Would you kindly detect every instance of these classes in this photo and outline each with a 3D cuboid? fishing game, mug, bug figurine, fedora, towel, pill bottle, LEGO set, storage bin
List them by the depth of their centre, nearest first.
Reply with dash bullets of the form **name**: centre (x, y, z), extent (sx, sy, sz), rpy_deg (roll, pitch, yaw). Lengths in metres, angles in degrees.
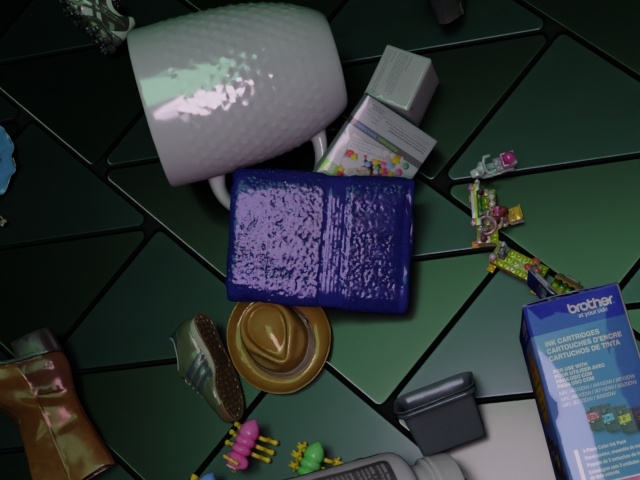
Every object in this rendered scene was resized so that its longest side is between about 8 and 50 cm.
- **pill bottle**: centre (0.060, 0.422, 1.738), extent (0.318, 0.176, 0.176), rpy_deg (-13, 71, -13)
- **storage bin**: centre (0.195, 0.279, 1.831), extent (0.135, 0.098, 0.091), rpy_deg (-21, 99, 7)
- **LEGO set**: centre (0.310, -0.010, 1.863), extent (0.132, 0.107, 0.287), rpy_deg (-27, 71, 6)
- **bug figurine**: centre (-0.094, 0.410, 1.870), extent (0.278, 0.072, 0.216), rpy_deg (17, 80, 18)
- **towel**: centre (0.000, 0.000, 1.902), extent (0.308, 0.076, 0.228), rpy_deg (4, 90, -3)
- **fedora**: centre (-0.078, 0.159, 1.929), extent (0.194, 0.079, 0.194), rpy_deg (-3, 76, 13)
- **mug**: centre (-0.119, -0.219, 1.965), extent (0.327, 0.276, 0.374), rpy_deg (-16, 102, -2)
- **fishing game**: centre (-0.664, -0.142, 2.177), extent (0.189, 0.041, 0.264), rpy_deg (-12, 73, 13)

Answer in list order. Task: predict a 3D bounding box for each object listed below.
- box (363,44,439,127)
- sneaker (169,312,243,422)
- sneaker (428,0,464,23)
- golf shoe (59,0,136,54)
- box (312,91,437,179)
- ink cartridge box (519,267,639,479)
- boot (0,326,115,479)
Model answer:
- **box**: centre (0.141, -0.262, 1.976), extent (0.087, 0.102, 0.101), rpy_deg (22, 81, 20)
- **sneaker**: centre (-0.199, 0.225, 1.956), extent (0.086, 0.064, 0.192), rpy_deg (-26, 81, 32)
- **sneaker**: centre (0.231, -0.486, 2.035), extent (0.083, 0.118, 0.222), rpy_deg (5, 47, 34)
- **golf shoe**: centre (-0.432, -0.444, 2.189), extent (0.094, 0.077, 0.198), rpy_deg (-41, 76, -11)
- **box**: centre (0.084, -0.132, 1.934), extent (0.145, 0.038, 0.186), rpy_deg (33, 100, -12)
- **ink cartridge box**: centre (0.395, 0.230, 1.692), extent (0.151, 0.270, 0.396), rpy_deg (-12, 73, 5)
- **boot**: centre (-0.524, 0.331, 2.008), extent (0.264, 0.096, 0.281), rpy_deg (-26, 78, -2)
